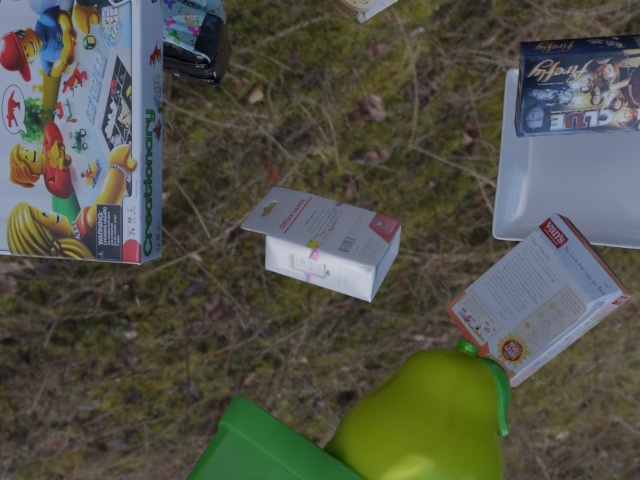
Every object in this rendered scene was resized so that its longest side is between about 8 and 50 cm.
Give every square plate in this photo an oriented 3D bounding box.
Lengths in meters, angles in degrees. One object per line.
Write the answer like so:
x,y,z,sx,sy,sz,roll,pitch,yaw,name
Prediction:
0.515,-0.162,1.545,0.049,0.344,0.347,7,88,-62,square plate

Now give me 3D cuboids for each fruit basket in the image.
0.061,0.289,0.823,0.392,0.392,0.282,-19,133,-15,fruit basket

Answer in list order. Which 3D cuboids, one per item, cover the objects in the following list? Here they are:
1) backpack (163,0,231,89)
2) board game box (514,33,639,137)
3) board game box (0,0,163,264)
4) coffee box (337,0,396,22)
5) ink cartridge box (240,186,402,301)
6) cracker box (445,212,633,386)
-0.320,-0.443,1.682,0.254,0.191,0.225,11,173,3,backpack
0.437,-0.243,1.276,0.243,0.042,0.165,-3,138,7,board game box
-0.252,-0.134,0.791,0.053,0.193,0.305,-21,113,-74,board game box
0.061,-0.622,1.800,0.246,0.098,0.141,37,152,-25,coffee box
0.000,0.000,1.119,0.115,0.198,0.067,-55,156,-46,ink cartridge box
0.326,0.093,1.221,0.232,0.155,0.067,-44,150,22,cracker box
